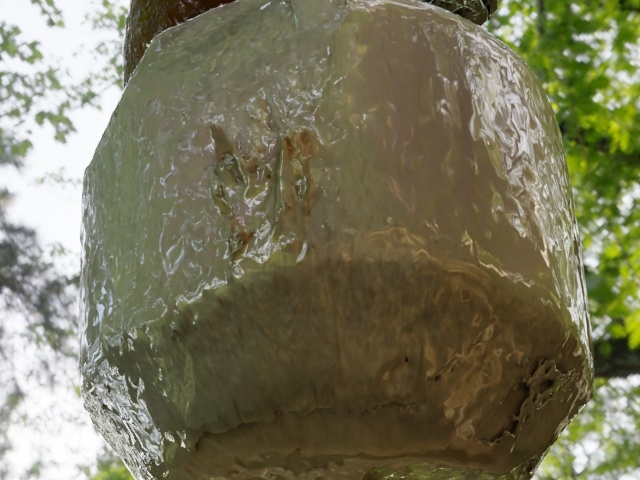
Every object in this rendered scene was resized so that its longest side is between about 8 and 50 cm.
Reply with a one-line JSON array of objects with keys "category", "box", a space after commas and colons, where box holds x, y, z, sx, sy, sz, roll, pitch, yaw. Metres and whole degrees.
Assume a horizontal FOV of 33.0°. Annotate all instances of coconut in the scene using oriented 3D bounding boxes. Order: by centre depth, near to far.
[{"category": "coconut", "box": [0.000, 0.000, 0.449, 0.224, 0.234, 0.224, -5, -24, -2]}]

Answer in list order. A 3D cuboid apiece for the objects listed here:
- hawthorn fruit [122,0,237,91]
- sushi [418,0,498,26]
[{"category": "hawthorn fruit", "box": [-0.038, -0.215, 1.185, 0.402, 0.403, 0.403, -19, -47, -21]}, {"category": "sushi", "box": [0.044, -0.198, 0.770, 0.109, 0.134, 0.273, -17, -23, 25]}]
